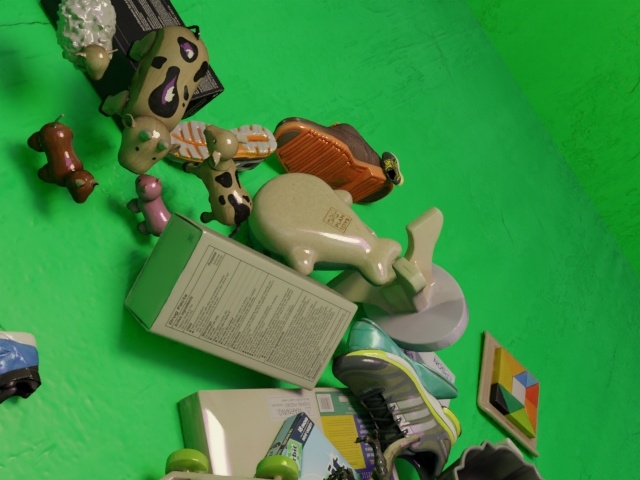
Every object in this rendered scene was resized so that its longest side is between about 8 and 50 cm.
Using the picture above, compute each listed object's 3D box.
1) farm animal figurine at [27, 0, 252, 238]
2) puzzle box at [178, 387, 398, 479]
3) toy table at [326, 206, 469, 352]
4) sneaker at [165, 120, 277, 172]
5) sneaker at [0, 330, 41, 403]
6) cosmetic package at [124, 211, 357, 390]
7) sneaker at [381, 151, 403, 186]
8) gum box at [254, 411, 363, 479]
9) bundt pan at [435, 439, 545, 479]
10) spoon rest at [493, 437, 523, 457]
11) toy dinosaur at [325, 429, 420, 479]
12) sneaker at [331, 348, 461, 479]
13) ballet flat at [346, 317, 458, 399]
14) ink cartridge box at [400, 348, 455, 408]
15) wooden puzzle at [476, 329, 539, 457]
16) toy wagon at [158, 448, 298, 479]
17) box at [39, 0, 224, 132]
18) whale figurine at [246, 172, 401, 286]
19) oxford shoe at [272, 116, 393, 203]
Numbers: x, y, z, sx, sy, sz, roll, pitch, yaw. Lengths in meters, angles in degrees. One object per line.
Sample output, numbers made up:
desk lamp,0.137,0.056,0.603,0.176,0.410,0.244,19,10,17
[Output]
farm animal figurine,-0.225,-0.162,1.093,0.330,0.172,0.327,10,87,-37
puzzle box,-0.022,0.364,1.169,0.409,0.052,0.272,12,56,-48
toy table,0.149,0.070,1.422,0.252,0.274,0.161,-42,124,-16
sneaker,-0.182,-0.152,1.334,0.215,0.083,0.084,-1,60,-32
sneaker,-0.387,0.147,0.863,0.152,0.058,0.084,16,44,-53
cosmetic package,-0.111,0.097,1.140,0.309,0.160,0.113,30,0,-36
sneaker,0.150,-0.155,1.613,0.035,0.031,0.083,16,46,-59
gum box,-0.008,0.369,1.101,0.184,0.041,0.157,52,36,-13
bundt pan,0.297,0.518,1.288,0.331,0.124,0.331,30,38,-26
spoon rest,0.304,0.506,1.472,0.137,0.084,0.276,51,48,-10
toy dinosaur,0.078,0.355,1.128,0.118,0.064,0.268,55,36,-19
sneaker,0.129,0.292,1.279,0.300,0.111,0.121,42,41,-21
ballet flat,0.139,0.242,1.378,0.247,0.083,0.087,38,63,-15
ink cartridge box,0.167,0.272,1.483,0.223,0.045,0.224,49,36,-15
wooden puzzle,0.449,0.352,1.782,0.221,0.044,0.239,42,38,-23
toy wagon,-0.149,0.367,0.887,0.344,0.068,0.267,6,34,-6
box,-0.308,-0.323,1.274,0.261,0.103,0.184,58,32,-3
whale figurine,0.000,0.000,1.339,0.272,0.141,0.216,26,49,3
oxford shoe,0.014,-0.185,1.573,0.363,0.130,0.133,26,42,-53
